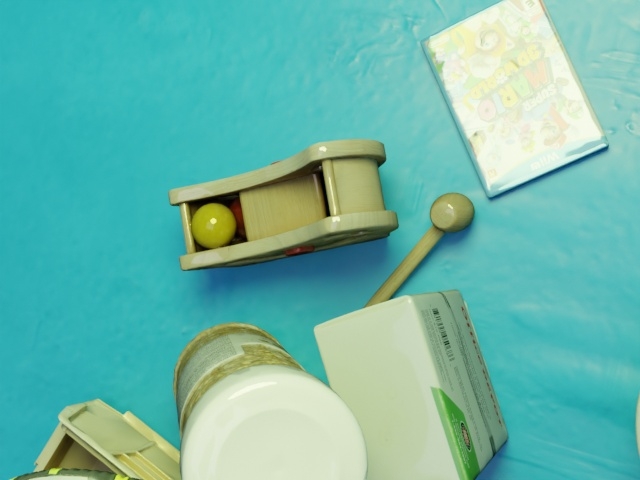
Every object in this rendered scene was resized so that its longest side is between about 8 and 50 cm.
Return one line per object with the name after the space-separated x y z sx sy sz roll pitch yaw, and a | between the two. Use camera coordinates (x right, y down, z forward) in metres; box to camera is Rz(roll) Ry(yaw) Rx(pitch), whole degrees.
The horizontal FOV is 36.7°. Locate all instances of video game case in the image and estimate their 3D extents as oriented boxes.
0.179 -0.138 0.900 0.119 0.015 0.166 -24 82 14 | video game case

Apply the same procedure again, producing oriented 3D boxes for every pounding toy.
0.000 0.000 0.876 0.270 0.154 0.154 -11 85 16 | pounding toy

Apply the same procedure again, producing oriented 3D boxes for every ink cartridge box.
0.085 0.126 0.819 0.087 0.208 0.153 -20 82 18 | ink cartridge box

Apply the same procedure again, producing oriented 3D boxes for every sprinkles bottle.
-0.057 0.141 0.778 0.121 0.355 0.121 0 91 -10 | sprinkles bottle

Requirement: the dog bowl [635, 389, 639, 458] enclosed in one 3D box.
0.386 0.137 0.739 0.265 0.104 0.264 9 110 24 | dog bowl

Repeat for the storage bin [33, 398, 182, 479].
-0.210 0.333 0.942 0.260 0.123 0.262 35 98 14 | storage bin

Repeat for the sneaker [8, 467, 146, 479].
-0.110 0.282 0.759 0.385 0.145 0.147 9 65 18 | sneaker
